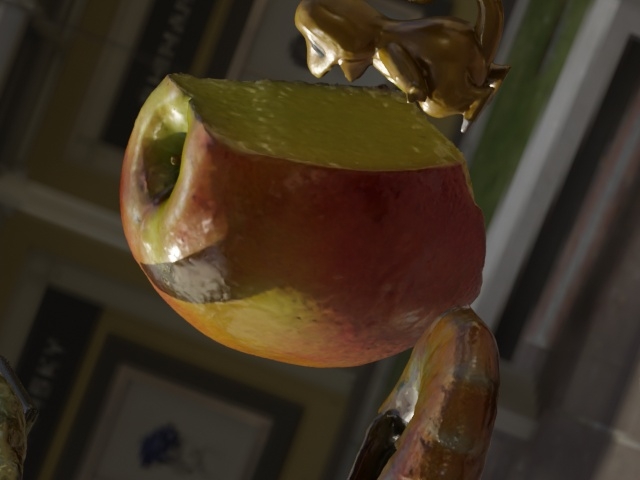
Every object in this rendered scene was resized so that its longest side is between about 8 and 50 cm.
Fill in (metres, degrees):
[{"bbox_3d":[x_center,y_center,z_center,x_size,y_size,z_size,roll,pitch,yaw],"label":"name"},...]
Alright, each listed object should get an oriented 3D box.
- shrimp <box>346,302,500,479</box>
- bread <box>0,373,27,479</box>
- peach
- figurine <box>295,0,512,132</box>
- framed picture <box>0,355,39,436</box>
[{"bbox_3d":[0.047,0.155,1.014,0.150,0.068,0.249,-150,82,-81],"label":"shrimp"},{"bbox_3d":[-0.234,0.170,0.937,0.088,0.128,0.232,99,176,-54],"label":"bread"},{"bbox_3d":[0.000,0.000,1.676,0.242,0.380,0.306,61,137,43],"label":"peach"},{"bbox_3d":[0.065,-0.168,1.325,0.121,0.176,0.122,-56,-22,-56],"label":"figurine"},{"bbox_3d":[-0.372,0.279,1.591,0.339,0.014,0.255,-60,19,-2],"label":"framed picture"}]
